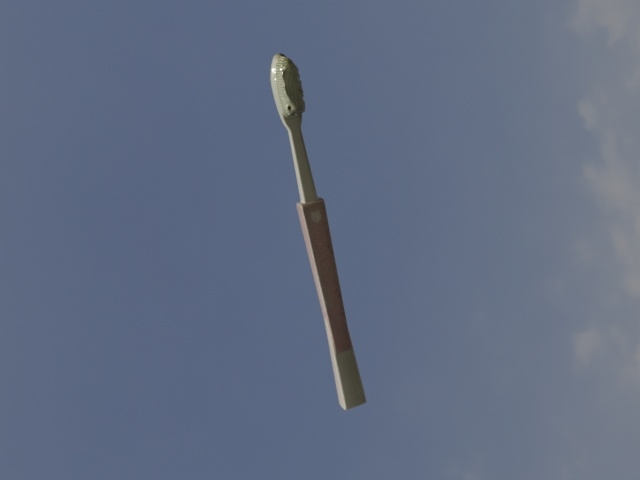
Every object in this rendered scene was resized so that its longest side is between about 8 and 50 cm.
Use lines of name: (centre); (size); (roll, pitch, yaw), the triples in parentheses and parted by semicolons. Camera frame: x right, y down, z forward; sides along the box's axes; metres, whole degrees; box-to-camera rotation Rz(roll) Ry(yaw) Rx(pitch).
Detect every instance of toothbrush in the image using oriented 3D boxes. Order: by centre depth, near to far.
toothbrush: (-0.001, 0.000, 0.477); (0.014, 0.017, 0.194); (-17, -71, -16)
